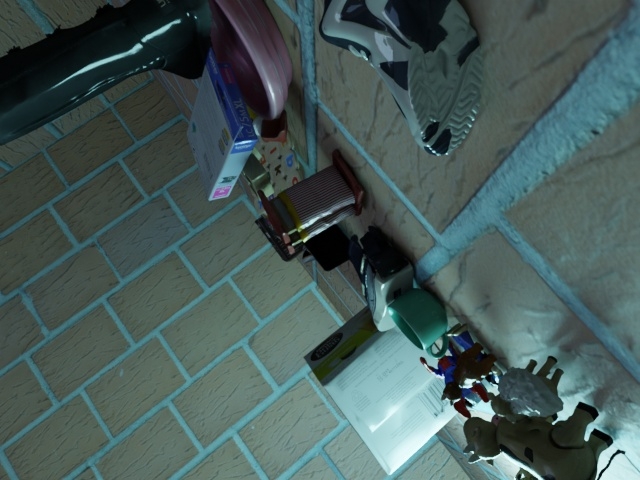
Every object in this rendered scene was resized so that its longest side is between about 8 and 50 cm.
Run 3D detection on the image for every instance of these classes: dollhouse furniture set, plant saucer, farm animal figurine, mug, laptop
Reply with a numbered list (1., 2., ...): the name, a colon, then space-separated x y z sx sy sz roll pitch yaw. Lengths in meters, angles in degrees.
1. dollhouse furniture set: -0.083 -0.178 1.066 0.374 0.201 0.152 57 173 18
2. plant saucer: -0.162 -0.404 0.924 0.332 0.084 0.332 50 170 13
3. farm animal figurine: 0.358 0.362 0.827 0.330 0.172 0.326 50 161 -3
4. mug: 0.240 0.185 1.089 0.129 0.097 0.158 38 163 56
5. laptop: 0.000 0.000 1.459 0.234 0.136 0.264 51 171 13

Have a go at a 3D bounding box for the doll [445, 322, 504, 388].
1. doll: 0.353 0.267 0.997 0.189 0.046 0.129 52 170 6

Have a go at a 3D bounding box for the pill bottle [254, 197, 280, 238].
1. pill bottle: -0.124 -0.104 1.601 0.162 0.162 0.278 49 170 20

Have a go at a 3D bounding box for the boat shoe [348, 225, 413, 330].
1. boat shoe: 0.154 0.099 1.183 0.158 0.127 0.341 55 165 32

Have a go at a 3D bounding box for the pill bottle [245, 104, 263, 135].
1. pill bottle: -0.162 -0.322 1.242 0.116 0.065 0.065 55 173 33

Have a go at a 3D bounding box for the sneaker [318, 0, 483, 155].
1. sneaker: 0.072 -0.206 0.482 0.235 0.094 0.153 58 171 -28

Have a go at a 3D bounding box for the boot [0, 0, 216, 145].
1. boot: -0.431 -0.320 0.907 0.146 0.445 0.367 54 171 -5

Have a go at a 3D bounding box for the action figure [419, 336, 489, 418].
1. action figure: 0.304 0.302 1.129 0.139 0.091 0.280 49 -176 -1

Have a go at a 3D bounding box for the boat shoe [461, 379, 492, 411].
1. boat shoe: 0.389 0.406 1.230 0.095 0.079 0.254 49 170 18

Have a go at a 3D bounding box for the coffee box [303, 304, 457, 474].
1. coffee box: 0.195 0.432 1.477 0.338 0.337 0.334 54 171 -8

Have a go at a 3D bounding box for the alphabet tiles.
1. alphabet tiles: -0.134 -0.186 1.316 0.278 0.021 0.284 -23 80 55

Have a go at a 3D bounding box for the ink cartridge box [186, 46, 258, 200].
1. ink cartridge box: -0.214 -0.236 0.992 0.311 0.065 0.186 -44 65 60

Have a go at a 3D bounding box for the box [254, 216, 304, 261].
1. box: -0.133 -0.045 1.843 0.203 0.167 0.168 54 171 -7

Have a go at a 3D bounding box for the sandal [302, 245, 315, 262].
1. sandal: -0.014 0.019 1.593 0.265 0.101 0.076 -34 -78 -80
